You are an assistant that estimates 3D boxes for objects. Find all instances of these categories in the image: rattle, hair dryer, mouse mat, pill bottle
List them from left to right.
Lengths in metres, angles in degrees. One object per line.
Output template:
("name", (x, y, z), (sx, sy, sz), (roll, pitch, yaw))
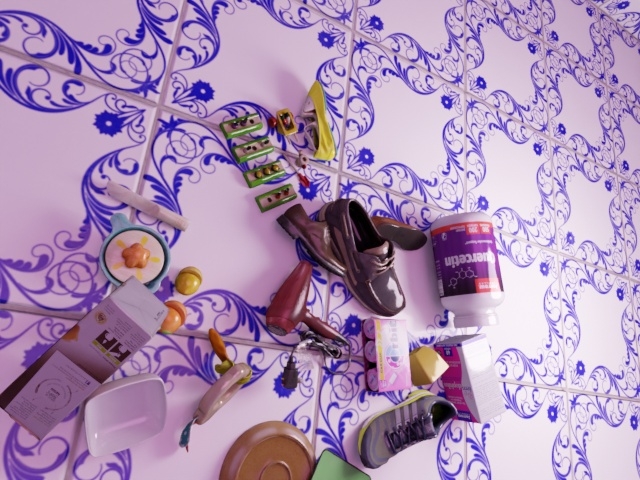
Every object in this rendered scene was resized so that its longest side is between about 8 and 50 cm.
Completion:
("rattle", (-0.249, 0.304, 0.924), (0.143, 0.130, 0.200), (44, 86, -1))
("hair dryer", (-0.036, 0.195, 1.093), (0.223, 0.080, 0.294), (-4, 85, -47))
("mouse mat", (0.037, 0.587, 1.035), (0.189, 0.007, 0.153), (43, 59, -26))
("pill bottle", (0.432, 0.089, 1.319), (0.181, 0.181, 0.323), (1, 76, -31))

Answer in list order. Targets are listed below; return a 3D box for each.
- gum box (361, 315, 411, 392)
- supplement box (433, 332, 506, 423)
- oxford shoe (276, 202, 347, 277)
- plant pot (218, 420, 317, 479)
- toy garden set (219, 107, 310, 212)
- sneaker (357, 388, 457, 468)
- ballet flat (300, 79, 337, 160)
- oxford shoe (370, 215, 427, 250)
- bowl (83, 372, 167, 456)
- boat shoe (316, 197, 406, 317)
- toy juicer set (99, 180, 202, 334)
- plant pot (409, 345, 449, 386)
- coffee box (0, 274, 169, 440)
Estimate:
("gum box", (0.171, 0.294, 1.179), (0.107, 0.062, 0.189), (6, 74, -30))
("supplement box", (0.421, 0.386, 1.276), (0.113, 0.111, 0.220), (-10, 82, -32))
("oxford shoe", (0.000, 0.000, 1.129), (0.096, 0.083, 0.227), (-44, 104, -7))
("plant pot", (-0.102, 0.518, 0.975), (0.236, 0.032, 0.237), (9, 73, -30))
("toy garden set", (-0.113, -0.221, 1.154), (0.203, 0.049, 0.244), (-27, 92, -33))
("sneaker", (0.219, 0.465, 1.127), (0.299, 0.121, 0.111), (-23, 89, -33))
("ballet flat", (-0.013, -0.328, 1.233), (0.077, 0.077, 0.231), (-11, 84, -16))
("oxford shoe", (0.228, -0.029, 1.301), (0.212, 0.076, 0.076), (20, 27, -36))
("bowl", (-0.362, 0.312, 0.835), (0.142, 0.053, 0.142), (-8, 114, -34))
("boat shoe", (0.122, 0.047, 1.175), (0.132, 0.130, 0.355), (-38, 98, -32))
("toy juicer set", (-0.340, 0.038, 0.925), (0.209, 0.089, 0.329), (7, 73, -29))
("plant pot", (0.280, 0.336, 1.227), (0.081, 0.081, 0.083), (-29, 83, -33))
("coffee box", (-0.390, 0.189, 0.760), (0.246, 0.141, 0.098), (-43, 101, 0))
